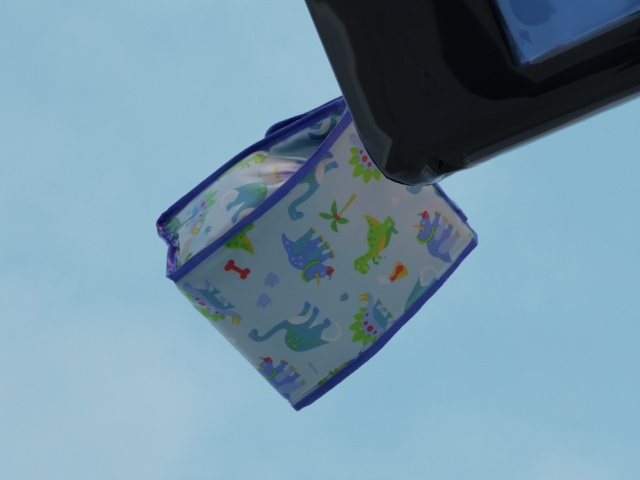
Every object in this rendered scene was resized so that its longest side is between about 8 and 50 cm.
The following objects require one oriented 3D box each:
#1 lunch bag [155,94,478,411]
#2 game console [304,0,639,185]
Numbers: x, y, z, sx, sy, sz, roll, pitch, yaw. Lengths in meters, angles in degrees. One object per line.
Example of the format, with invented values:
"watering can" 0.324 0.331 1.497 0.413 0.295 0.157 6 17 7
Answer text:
"lunch bag" 0.000 0.000 0.898 0.151 0.096 0.129 -37 -61 10
"game console" 0.103 -0.232 0.638 0.060 0.386 0.342 -16 -95 -45
